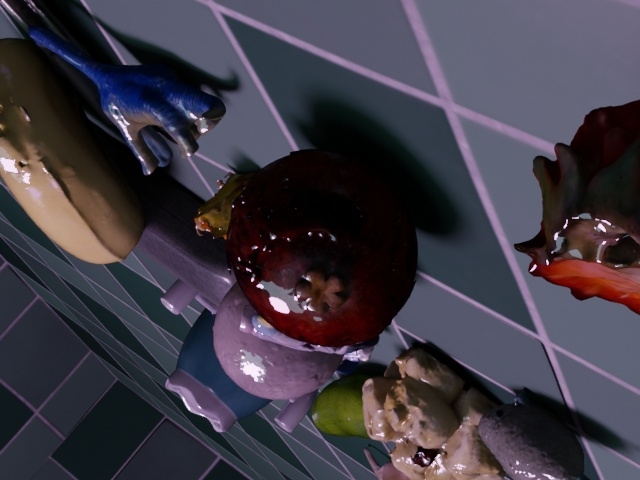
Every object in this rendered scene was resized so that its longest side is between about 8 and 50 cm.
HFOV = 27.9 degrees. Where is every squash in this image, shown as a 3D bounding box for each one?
[{"bbox_3d":[0.046,0.215,1.679,0.082,0.082,0.292,42,166,-4],"label":"squash"}]

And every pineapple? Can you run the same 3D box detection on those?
[{"bbox_3d":[-0.081,-0.045,1.326,0.114,0.114,0.077,-135,40,-62],"label":"pineapple"}]

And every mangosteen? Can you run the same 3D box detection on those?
[{"bbox_3d":[0.000,0.000,1.081,0.166,0.166,0.180,45,-171,-15],"label":"mangosteen"}]

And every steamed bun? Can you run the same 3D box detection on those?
[{"bbox_3d":[0.129,0.214,1.429,0.192,0.106,0.177,41,166,-6],"label":"steamed bun"}]

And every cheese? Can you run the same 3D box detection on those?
[{"bbox_3d":[-0.305,-0.110,1.429,0.260,0.128,0.316,53,180,18],"label":"cheese"}]

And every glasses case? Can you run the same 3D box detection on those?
[{"bbox_3d":[-0.193,-0.021,1.608,0.323,0.074,0.131,34,162,23],"label":"glasses case"}]

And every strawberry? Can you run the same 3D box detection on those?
[{"bbox_3d":[0.217,-0.009,0.641,0.236,0.111,0.190,23,167,-37],"label":"strawberry"}]

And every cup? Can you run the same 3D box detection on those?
[{"bbox_3d":[-0.114,0.162,1.743,0.167,0.173,0.300,17,152,53],"label":"cup"}]

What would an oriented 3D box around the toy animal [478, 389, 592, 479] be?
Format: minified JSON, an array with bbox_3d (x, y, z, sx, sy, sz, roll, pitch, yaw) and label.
[{"bbox_3d":[0.245,0.216,1.211,0.253,0.079,0.070,24,151,43],"label":"toy animal"}]

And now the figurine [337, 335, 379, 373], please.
[{"bbox_3d":[0.020,0.110,1.468,0.149,0.087,0.086,150,108,-73],"label":"figurine"}]

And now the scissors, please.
[{"bbox_3d":[-0.259,-0.187,1.365,0.289,0.041,0.138,49,174,-38],"label":"scissors"}]

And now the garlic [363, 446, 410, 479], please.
[{"bbox_3d":[0.137,0.396,1.960,0.128,0.149,0.266,7,173,-24],"label":"garlic"}]

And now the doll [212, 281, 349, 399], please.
[{"bbox_3d":[-0.011,0.074,1.292,0.151,0.151,0.287,42,153,-5],"label":"doll"}]

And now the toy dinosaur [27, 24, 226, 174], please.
[{"bbox_3d":[-0.181,-0.155,1.214,0.188,0.075,0.247,48,161,-16],"label":"toy dinosaur"}]
